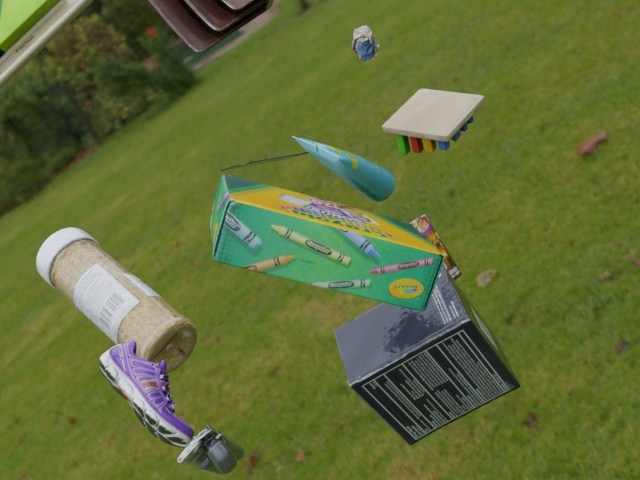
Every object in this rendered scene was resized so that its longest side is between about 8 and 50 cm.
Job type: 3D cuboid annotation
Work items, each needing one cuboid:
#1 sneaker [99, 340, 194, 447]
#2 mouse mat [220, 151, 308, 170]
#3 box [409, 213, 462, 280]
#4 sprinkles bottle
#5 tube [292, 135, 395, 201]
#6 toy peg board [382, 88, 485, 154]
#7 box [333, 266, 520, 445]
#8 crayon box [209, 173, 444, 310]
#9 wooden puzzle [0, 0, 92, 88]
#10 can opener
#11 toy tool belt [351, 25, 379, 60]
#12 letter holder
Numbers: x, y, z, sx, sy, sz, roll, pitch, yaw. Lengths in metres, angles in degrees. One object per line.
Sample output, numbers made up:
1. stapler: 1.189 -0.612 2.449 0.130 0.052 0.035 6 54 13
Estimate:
1. sneaker: -0.217 0.195 1.100 0.071 0.170 0.068 -36 -20 -24
2. mouse mat: -0.115 -0.163 1.747 0.153 0.007 0.190 -12 4 -19
3. box: 0.251 0.061 2.247 0.057 0.201 0.293 -34 -3 35
4. sprinkles bottle: -0.383 0.109 1.570 0.355 0.121 0.121 34 61 31
5. tube: 0.041 -0.103 1.200 0.080 0.207 0.052 22 91 30
6. toy peg board: 0.245 -0.241 1.793 0.161 0.079 0.161 15 47 37
7. box: 0.235 0.262 1.885 0.294 0.296 0.182 -31 40 11
8. crayon box: 0.000 0.000 1.092 0.165 0.278 0.081 -121 47 -72
9. wooden puzzle: -0.435 -0.301 1.072 0.221 0.239 0.044 -47 -20 -7
10. can opener: -0.182 0.379 1.478 0.074 0.093 0.280 -43 -14 -9
11. toy tool belt: 0.090 -0.374 1.653 0.052 0.083 0.051 -25 55 -10
12. letter holder: -0.263 -0.568 1.730 0.214 0.302 0.152 -37 3 -12
